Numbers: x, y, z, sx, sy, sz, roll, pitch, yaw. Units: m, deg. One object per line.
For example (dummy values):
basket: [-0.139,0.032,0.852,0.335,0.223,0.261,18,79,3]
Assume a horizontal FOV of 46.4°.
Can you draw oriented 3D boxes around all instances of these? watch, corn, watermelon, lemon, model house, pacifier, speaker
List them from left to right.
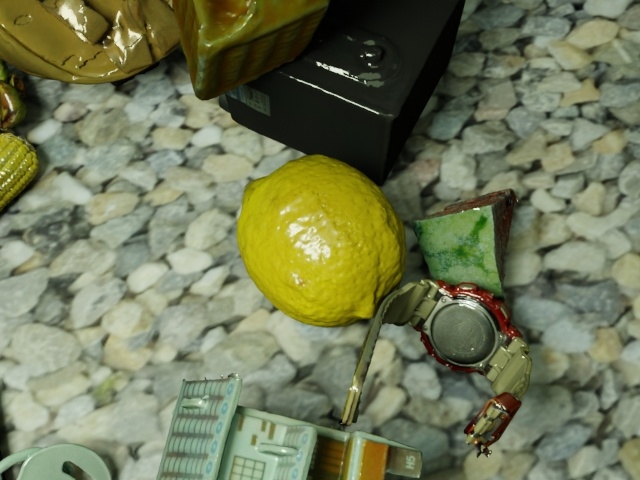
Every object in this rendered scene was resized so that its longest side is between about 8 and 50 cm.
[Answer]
corn: [-0.428,-0.048,0.910,0.072,0.072,0.203,36,73,16]
pacifier: [-0.272,0.271,0.729,0.150,0.116,0.127,-43,111,-20]
model house: [-0.067,-0.270,0.730,0.173,0.268,0.239,31,72,-5]
model house: [-0.047,0.256,0.665,0.215,0.198,0.224,17,67,-13]
lemon: [0.001,0.001,0.814,0.180,0.181,0.193,-35,39,-14]
speaker: [0.019,-0.241,0.923,0.254,0.184,0.232,25,69,11]
watch: [0.118,0.125,0.721,0.164,0.102,0.268,29,25,5]
watermelon: [0.170,-0.024,0.862,0.098,0.121,0.158,4,59,27]

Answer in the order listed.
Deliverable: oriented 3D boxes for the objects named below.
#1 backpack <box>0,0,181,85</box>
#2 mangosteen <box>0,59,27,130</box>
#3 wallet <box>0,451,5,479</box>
backpack: [-0.324,-0.368,0.909,0.353,0.201,0.378,-30,108,-11]
mangosteen: [-0.464,-0.186,0.935,0.180,0.166,0.166,-3,62,-28]
wallet: [-0.490,0.269,0.776,0.318,0.045,0.172,-16,68,-9]
